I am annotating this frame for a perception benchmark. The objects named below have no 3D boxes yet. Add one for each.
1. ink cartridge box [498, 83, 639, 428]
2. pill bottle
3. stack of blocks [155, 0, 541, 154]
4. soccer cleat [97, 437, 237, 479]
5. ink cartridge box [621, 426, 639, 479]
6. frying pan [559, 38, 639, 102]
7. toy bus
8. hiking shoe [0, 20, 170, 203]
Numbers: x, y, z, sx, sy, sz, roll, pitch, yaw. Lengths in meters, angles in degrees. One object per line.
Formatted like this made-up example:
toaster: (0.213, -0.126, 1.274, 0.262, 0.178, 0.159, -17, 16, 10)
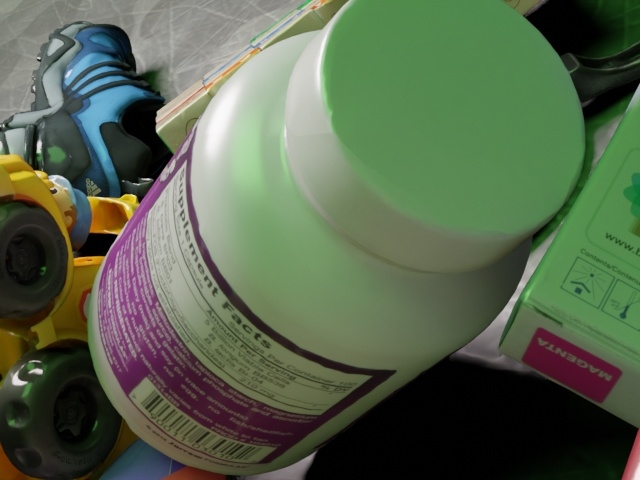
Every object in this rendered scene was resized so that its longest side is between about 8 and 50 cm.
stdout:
ink cartridge box: (0.229, -0.034, 0.678, 0.311, 0.186, 0.065, -57, -9, -26)
pill bottle: (0.000, 0.000, 0.752, 0.169, 0.169, 0.301, -60, 8, -33)
stack of blocks: (0.029, -0.137, 1.047, 0.297, 0.087, 0.171, -37, 10, 1)
soccer cleat: (-0.143, 0.208, 0.784, 0.109, 0.116, 0.318, -8, 42, 41)
ink cartridge box: (0.085, 0.238, 0.319, 0.160, 0.279, 0.384, 18, 54, 15)
frying pan: (0.123, -0.060, 0.942, 0.326, 0.053, 0.197, -23, 33, 29)
toy bus: (-0.159, 0.036, 0.943, 0.149, 0.220, 0.211, 0, 19, 42)
hiking shoe: (-0.177, -0.095, 1.270, 0.132, 0.113, 0.304, 1, 32, 4)
